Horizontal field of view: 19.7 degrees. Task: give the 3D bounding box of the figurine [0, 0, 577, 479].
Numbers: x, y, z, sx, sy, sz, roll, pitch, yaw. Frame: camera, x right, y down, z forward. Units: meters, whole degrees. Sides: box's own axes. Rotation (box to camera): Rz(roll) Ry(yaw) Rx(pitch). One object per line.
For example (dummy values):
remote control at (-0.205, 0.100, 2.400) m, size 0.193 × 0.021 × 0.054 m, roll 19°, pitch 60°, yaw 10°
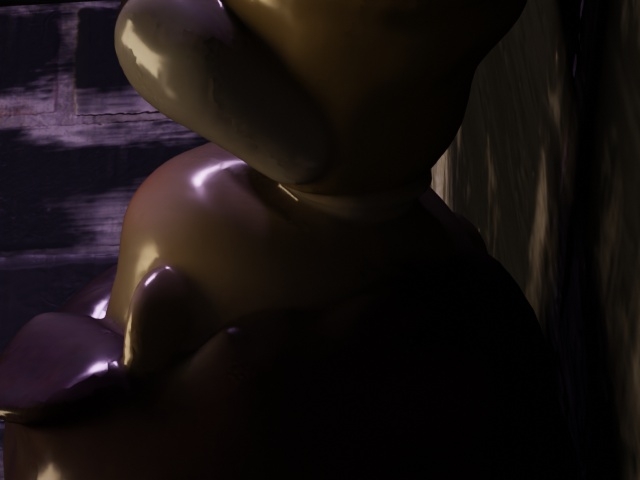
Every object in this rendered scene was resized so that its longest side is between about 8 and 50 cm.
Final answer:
figurine at (-0.018, -0.009, 0.649) m, size 0.218 × 0.206 × 0.365 m, roll -37°, pitch -50°, yaw -60°
